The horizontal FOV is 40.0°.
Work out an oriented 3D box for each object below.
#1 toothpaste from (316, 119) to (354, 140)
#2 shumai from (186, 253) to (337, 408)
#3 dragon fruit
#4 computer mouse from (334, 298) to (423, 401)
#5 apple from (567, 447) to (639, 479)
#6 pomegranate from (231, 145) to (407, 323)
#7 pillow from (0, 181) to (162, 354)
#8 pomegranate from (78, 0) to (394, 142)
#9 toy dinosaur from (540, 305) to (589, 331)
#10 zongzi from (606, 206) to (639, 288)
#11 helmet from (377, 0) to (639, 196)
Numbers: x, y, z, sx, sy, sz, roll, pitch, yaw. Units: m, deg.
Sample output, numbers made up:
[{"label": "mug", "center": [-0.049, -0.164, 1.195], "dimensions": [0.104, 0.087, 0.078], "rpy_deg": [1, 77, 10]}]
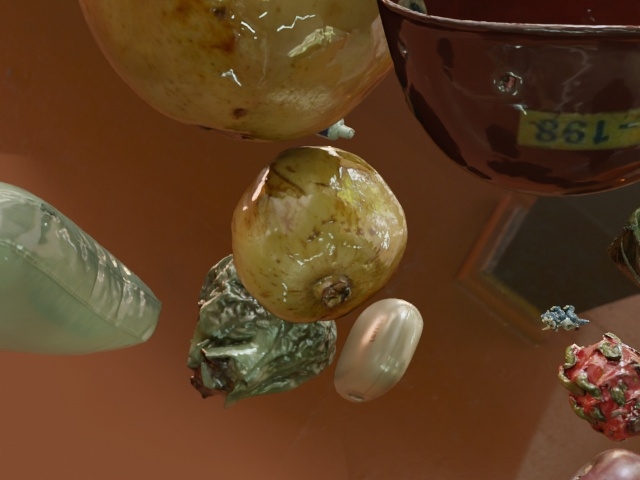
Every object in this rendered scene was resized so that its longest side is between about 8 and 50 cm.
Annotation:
[{"label": "toothpaste", "center": [-0.052, -0.248, 1.716], "dimensions": [0.268, 0.069, 0.047], "rpy_deg": [23, 23, 25]}, {"label": "shumai", "center": [-0.112, 0.162, 1.431], "dimensions": [0.256, 0.189, 0.218], "rpy_deg": [37, 59, 4]}, {"label": "dragon fruit", "center": [0.472, 0.228, 1.421], "dimensions": [0.167, 0.160, 0.172], "rpy_deg": [-13, 46, -22]}, {"label": "computer mouse", "center": [0.078, 0.163, 1.302], "dimensions": [0.082, 0.236, 0.145], "rpy_deg": [26, 71, -4]}, {"label": "apple", "center": [0.391, 0.354, 1.175], "dimensions": [0.153, 0.153, 0.120], "rpy_deg": [-30, 74, -26]}, {"label": "pomegranate", "center": [0.000, 0.000, 1.054], "dimensions": [0.215, 0.215, 0.215], "rpy_deg": [6, 72, -19]}, {"label": "pillow", "center": [-0.320, 0.019, 0.738], "dimensions": [0.322, 0.255, 0.119], "rpy_deg": [7, 68, 15]}, {"label": "pomegranate", "center": [-0.073, -0.313, 0.992], "dimensions": [0.412, 0.411, 0.411], "rpy_deg": [6, 72, -19]}, {"label": "toy dinosaur", "center": [0.432, 0.142, 1.561], "dimensions": [0.083, 0.030, 0.047], "rpy_deg": [-2, 40, -7]}, {"label": "zongzi", "center": [0.259, 0.033, 0.657], "dimensions": [0.055, 0.119, 0.109], "rpy_deg": [-22, 72, -6]}, {"label": "helmet", "center": [0.230, -0.161, 0.779], "dimensions": [0.385, 0.230, 0.337], "rpy_deg": [-5, 37, 1]}]
